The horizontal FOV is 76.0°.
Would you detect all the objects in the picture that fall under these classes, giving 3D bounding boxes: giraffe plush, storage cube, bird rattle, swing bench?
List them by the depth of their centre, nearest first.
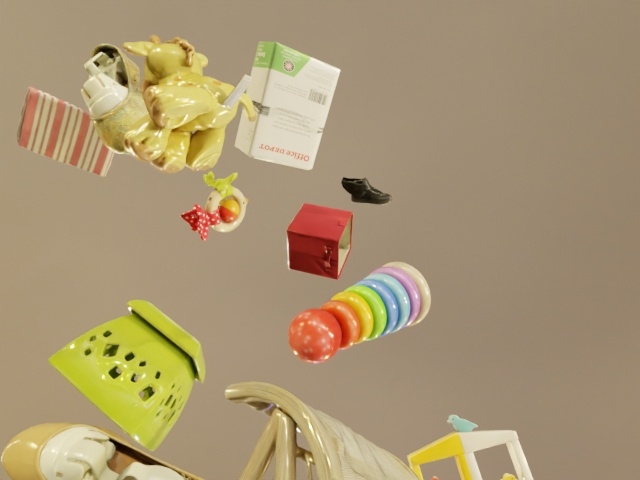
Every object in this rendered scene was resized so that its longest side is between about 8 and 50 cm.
[{"bbox_3d":[0.006,0.307,0.408,0.165,0.254,0.253,-11,-41,33],"label":"swing bench"},{"bbox_3d":[-0.224,-0.232,0.642,0.210,0.181,0.170,-40,-107,9],"label":"giraffe plush"},{"bbox_3d":[-0.336,-0.109,1.403,0.143,0.253,0.207,4,-18,35],"label":"bird rattle"},{"bbox_3d":[0.000,0.000,1.482,0.193,0.215,0.183,12,-50,15],"label":"storage cube"}]

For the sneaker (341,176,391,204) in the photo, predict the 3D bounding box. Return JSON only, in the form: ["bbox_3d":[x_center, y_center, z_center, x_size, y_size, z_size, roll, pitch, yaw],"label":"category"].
[{"bbox_3d":[0.158,-0.174,1.399,0.170,0.051,0.089,3,-54,13],"label":"sneaker"}]

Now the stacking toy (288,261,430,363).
[{"bbox_3d":[0.068,0.139,0.771,0.141,0.330,0.141,12,-72,42],"label":"stacking toy"}]

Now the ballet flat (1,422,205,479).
[{"bbox_3d":[-0.206,0.233,0.416,0.232,0.080,0.073,23,-54,-1],"label":"ballet flat"}]

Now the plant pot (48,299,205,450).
[{"bbox_3d":[-0.377,0.276,0.873,0.227,0.207,0.228,33,-34,12],"label":"plant pot"}]

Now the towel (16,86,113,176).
[{"bbox_3d":[-0.581,-0.247,0.952,0.197,0.029,0.144,21,-63,-25],"label":"towel"}]

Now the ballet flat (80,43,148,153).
[{"bbox_3d":[-0.433,-0.307,0.846,0.123,0.348,0.123,-15,-41,-13],"label":"ballet flat"}]

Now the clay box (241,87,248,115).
[{"bbox_3d":[-0.167,-0.453,1.261,0.053,0.127,0.222,53,-24,3],"label":"clay box"}]

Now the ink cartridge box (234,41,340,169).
[{"bbox_3d":[-0.072,-0.275,0.860,0.160,0.092,0.219,7,-72,-37],"label":"ink cartridge box"}]

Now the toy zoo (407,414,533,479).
[{"bbox_3d":[0.266,0.444,0.678,0.192,0.293,0.030,-14,-22,-1],"label":"toy zoo"}]
